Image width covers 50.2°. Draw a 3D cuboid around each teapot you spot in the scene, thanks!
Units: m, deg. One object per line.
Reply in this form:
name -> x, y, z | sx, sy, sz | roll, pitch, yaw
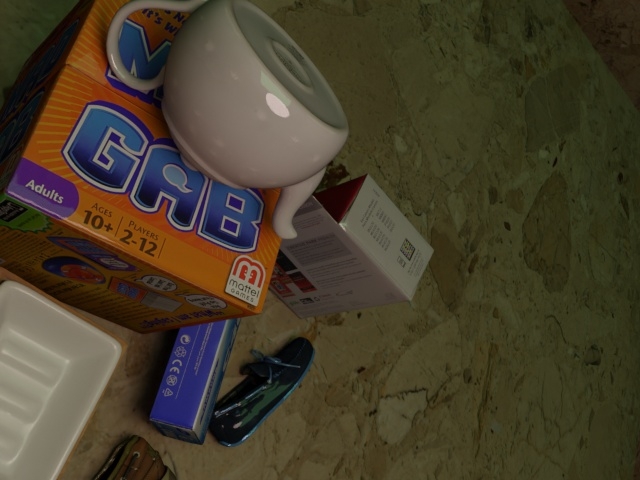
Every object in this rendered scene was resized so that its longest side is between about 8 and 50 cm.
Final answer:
teapot -> -0.105, -0.158, 0.829 | 0.252, 0.187, 0.256 | 19, 40, -56

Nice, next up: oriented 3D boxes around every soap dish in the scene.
soap dish -> -0.438, 0.220, 0.961 | 0.229, 0.118, 0.291 | 39, 57, -28

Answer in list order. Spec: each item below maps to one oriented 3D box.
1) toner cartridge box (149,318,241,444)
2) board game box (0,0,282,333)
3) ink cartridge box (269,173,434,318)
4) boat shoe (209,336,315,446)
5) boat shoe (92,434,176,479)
toner cartridge box -> -0.188, 0.156, 1.159 | 0.075, 0.165, 0.348 | 14, 66, 3
board game box -> -0.280, -0.099, 1.015 | 0.356, 0.356, 0.357 | 31, 61, -32
ink cartridge box -> 0.000, 0.000, 1.267 | 0.272, 0.309, 0.130 | 47, 53, -23
boat shoe -> -0.104, 0.259, 1.253 | 0.089, 0.109, 0.258 | 54, 49, -13
boat shoe -> -0.353, 0.420, 1.005 | 0.105, 0.110, 0.307 | 57, 40, -11
